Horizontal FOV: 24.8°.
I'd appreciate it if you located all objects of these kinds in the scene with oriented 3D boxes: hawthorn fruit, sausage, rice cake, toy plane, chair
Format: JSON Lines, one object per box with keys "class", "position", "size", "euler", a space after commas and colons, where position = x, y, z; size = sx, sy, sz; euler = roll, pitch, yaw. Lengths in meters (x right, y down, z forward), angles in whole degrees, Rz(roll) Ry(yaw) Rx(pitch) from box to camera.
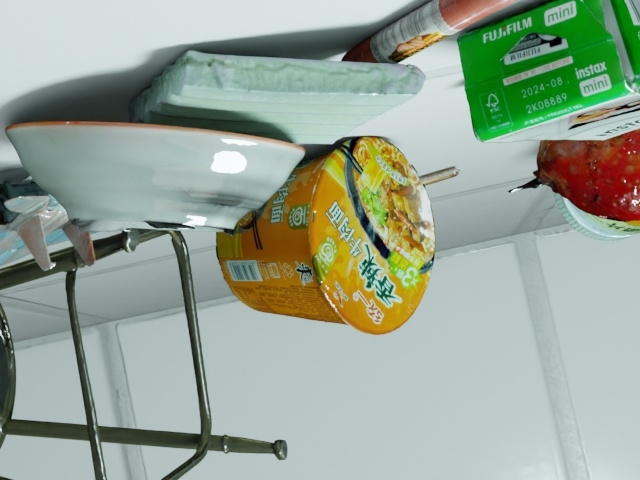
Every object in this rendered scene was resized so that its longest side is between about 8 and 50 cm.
{"class": "hawthorn fruit", "position": [0.315, -0.096, 1.582], "size": [0.235, 0.181, 0.181], "euler": [-16, 174, 1]}
{"class": "sausage", "position": [0.083, -0.169, 1.155], "size": [0.034, 0.034, 0.253], "euler": [-8, 173, -33]}
{"class": "rice cake", "position": [-0.042, -0.116, 1.212], "size": [0.198, 0.037, 0.189], "euler": [2, 170, -25]}
{"class": "sausage", "position": [0.157, -0.088, 2.092], "size": [0.100, 0.015, 0.015], "euler": [-16, 172, 32]}
{"class": "toy plane", "position": [-0.338, -0.005, 1.524], "size": [0.223, 0.104, 0.326], "euler": [-5, 175, -43]}
{"class": "chair", "position": [-0.313, 0.151, 1.791], "size": [0.410, 0.364, 0.362], "euler": [-5, -172, 19]}

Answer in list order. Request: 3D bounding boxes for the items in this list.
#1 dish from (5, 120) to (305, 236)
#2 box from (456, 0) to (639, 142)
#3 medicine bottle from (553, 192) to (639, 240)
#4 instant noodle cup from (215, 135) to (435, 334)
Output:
{"class": "dish", "position": [-0.145, -0.047, 1.267], "size": [0.260, 0.085, 0.260], "euler": [4, 178, 0]}
{"class": "box", "position": [0.255, -0.154, 1.292], "size": [0.180, 0.103, 0.250], "euler": [-16, 172, 40]}
{"class": "medicine bottle", "position": [0.411, -0.095, 1.867], "size": [0.158, 0.158, 0.318], "euler": [-11, 173, -7]}
{"class": "instant noodle cup", "position": [0.000, 0.000, 1.735], "size": [0.182, 0.230, 0.230], "euler": [-6, 179, 42]}
